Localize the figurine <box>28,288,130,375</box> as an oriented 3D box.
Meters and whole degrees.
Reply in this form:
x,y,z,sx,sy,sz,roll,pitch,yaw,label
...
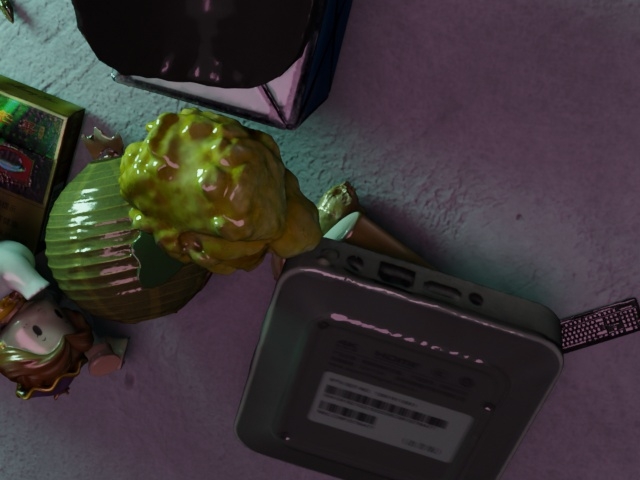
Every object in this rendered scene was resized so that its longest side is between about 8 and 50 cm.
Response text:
x,y,z,sx,sy,sz,roll,pitch,yaw,label
-0.433,0.136,1.699,0.276,0.133,0.200,21,124,1,figurine

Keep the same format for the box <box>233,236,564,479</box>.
x,y,z,sx,sy,sz,roll,pitch,yaw,label
0.099,0.201,1.546,0.396,0.111,0.396,16,130,-1,box

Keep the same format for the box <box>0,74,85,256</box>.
x,y,z,sx,sy,sz,roll,pitch,yaw,label
-0.463,-0.113,1.655,0.159,0.071,0.240,22,112,8,box

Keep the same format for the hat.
x,y,z,sx,sy,sz,roll,pitch,yaw,label
-0.127,-0.378,1.219,0.366,0.257,0.381,7,139,-7,hat

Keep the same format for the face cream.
x,y,z,sx,sy,sz,roll,pitch,yaw,label
0.116,0.083,1.563,0.285,0.067,0.139,36,120,-19,face cream

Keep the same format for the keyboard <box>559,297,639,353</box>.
x,y,z,sx,sy,sz,roll,pitch,yaw,label
0.388,0.127,1.585,0.155,0.010,0.053,-20,101,17,keyboard

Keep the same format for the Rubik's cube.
x,y,z,sx,sy,sz,roll,pitch,yaw,label
-0.100,-0.311,1.420,0.255,0.259,0.260,17,107,5,Rubik's cube

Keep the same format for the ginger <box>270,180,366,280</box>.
x,y,z,sx,sy,sz,roll,pitch,yaw,label
-0.001,-0.001,1.595,0.095,0.069,0.190,39,111,1,ginger

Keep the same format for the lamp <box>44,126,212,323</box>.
x,y,z,sx,sy,sz,roll,pitch,yaw,label
-0.275,-0.025,1.558,0.250,0.250,0.284,-14,98,16,lamp

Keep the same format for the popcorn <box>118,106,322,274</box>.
x,y,z,sx,sy,sz,roll,pitch,yaw,label
-0.120,-0.063,1.380,0.266,0.192,0.233,26,149,-10,popcorn

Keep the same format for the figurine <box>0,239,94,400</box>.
x,y,z,sx,sy,sz,roll,pitch,yaw,label
-0.429,0.110,1.556,0.189,0.142,0.263,-28,100,45,figurine

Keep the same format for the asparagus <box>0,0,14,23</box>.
x,y,z,sx,sy,sz,roll,pitch,yaw,label
-0.514,-0.414,1.594,0.023,0.022,0.233,-39,96,-24,asparagus
